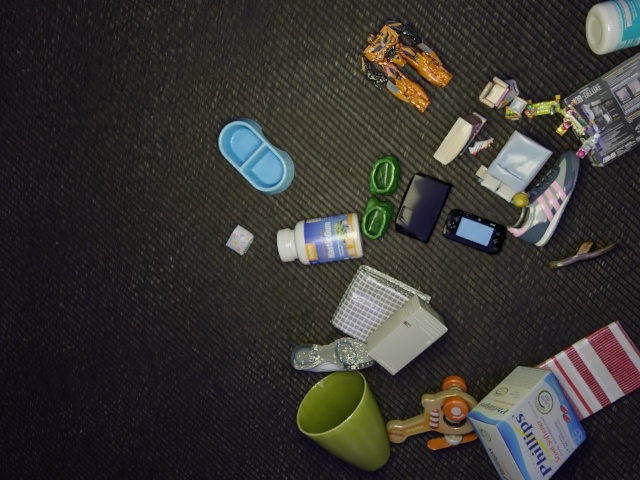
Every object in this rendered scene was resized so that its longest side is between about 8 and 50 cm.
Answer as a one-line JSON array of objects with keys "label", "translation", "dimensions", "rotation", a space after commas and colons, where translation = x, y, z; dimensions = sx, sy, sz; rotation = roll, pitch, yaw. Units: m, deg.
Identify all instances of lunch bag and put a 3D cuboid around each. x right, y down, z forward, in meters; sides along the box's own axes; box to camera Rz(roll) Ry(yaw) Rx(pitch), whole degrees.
[{"label": "lunch bag", "translation": [-0.277, -0.003, 1.717], "dimensions": [0.071, 0.053, 0.083], "rotation": [32, 111, 3]}]

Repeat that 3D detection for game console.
[{"label": "game console", "translation": [0.440, -0.071, 1.626], "dimensions": [0.361, 0.044, 0.213], "rotation": [21, 101, 2]}]

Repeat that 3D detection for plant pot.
[{"label": "plant pot", "translation": [0.112, 0.649, 1.691], "dimensions": [0.275, 0.275, 0.293], "rotation": [-31, 110, 10]}]

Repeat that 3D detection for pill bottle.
[{"label": "pill bottle", "translation": [0.000, 0.000, 1.634], "dimensions": [0.272, 0.152, 0.152], "rotation": [-9, 98, 7]}, {"label": "pill bottle", "translation": [0.934, -0.646, 1.422], "dimensions": [0.264, 0.146, 0.146], "rotation": [-13, 97, 9]}]

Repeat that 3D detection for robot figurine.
[{"label": "robot figurine", "translation": [0.262, -0.556, 1.547], "dimensions": [0.291, 0.085, 0.211], "rotation": [40, 100, -1]}]

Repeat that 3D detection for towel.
[{"label": "towel", "translation": [0.209, 0.245, 1.665], "dimensions": [0.284, 0.121, 0.235], "rotation": [27, 102, 2]}, {"label": "towel", "translation": [0.917, 0.449, 1.660], "dimensions": [0.329, 0.037, 0.237], "rotation": [-35, 92, 9]}]

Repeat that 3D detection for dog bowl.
[{"label": "dog bowl", "translation": [-0.221, -0.283, 1.654], "dimensions": [0.166, 0.074, 0.297], "rotation": [-44, 93, 11]}]

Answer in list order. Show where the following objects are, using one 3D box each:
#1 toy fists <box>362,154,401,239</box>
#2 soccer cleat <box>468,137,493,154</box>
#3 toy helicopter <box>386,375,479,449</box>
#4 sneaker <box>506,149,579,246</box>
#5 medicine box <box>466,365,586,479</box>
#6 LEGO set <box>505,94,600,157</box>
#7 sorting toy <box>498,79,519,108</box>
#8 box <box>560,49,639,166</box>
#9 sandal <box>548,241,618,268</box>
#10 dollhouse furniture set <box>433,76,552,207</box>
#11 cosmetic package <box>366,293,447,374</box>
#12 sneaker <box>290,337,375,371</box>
[{"label": "toy fists", "translation": [0.198, -0.139, 1.596], "dimensions": [0.096, 0.142, 0.279], "rotation": [13, 101, 21]}, {"label": "soccer cleat", "translation": [0.520, -0.311, 1.586], "dimensions": [0.083, 0.029, 0.035], "rotation": [-34, 98, 15]}, {"label": "toy helicopter", "translation": [0.398, 0.646, 1.725], "dimensions": [0.355, 0.140, 0.235], "rotation": [-26, 104, 21]}, {"label": "sneaker", "translation": [0.703, -0.143, 1.549], "dimensions": [0.131, 0.112, 0.319], "rotation": [18, 100, 1]}, {"label": "medicine box", "translation": [0.669, 0.604, 1.592], "dimensions": [0.289, 0.149, 0.263], "rotation": [-32, 96, -24]}, {"label": "LEGO set", "translation": [0.697, -0.362, 1.468], "dimensions": [0.287, 0.107, 0.132], "rotation": [32, 128, 16]}, {"label": "sorting toy", "translation": [0.590, -0.474, 1.550], "dimensions": [0.075, 0.045, 0.083], "rotation": [-23, 96, -9]}, {"label": "box", "translation": [0.928, -0.409, 1.497], "dimensions": [0.307, 0.076, 0.242], "rotation": [-33, 94, 10]}, {"label": "sandal", "translation": [0.847, 0.039, 1.587], "dimensions": [0.219, 0.090, 0.060], "rotation": [-19, 75, 16]}, {"label": "dollhouse furniture set", "translation": [0.545, -0.272, 1.439], "dimensions": [0.303, 0.198, 0.286], "rotation": [38, 122, 12]}, {"label": "cosmetic package", "translation": [0.269, 0.301, 1.562], "dimensions": [0.127, 0.107, 0.238], "rotation": [39, 106, -11]}, {"label": "sneaker", "translation": [0.051, 0.407, 1.710], "dimensions": [0.297, 0.129, 0.111], "rotation": [-3, 64, 15]}]
